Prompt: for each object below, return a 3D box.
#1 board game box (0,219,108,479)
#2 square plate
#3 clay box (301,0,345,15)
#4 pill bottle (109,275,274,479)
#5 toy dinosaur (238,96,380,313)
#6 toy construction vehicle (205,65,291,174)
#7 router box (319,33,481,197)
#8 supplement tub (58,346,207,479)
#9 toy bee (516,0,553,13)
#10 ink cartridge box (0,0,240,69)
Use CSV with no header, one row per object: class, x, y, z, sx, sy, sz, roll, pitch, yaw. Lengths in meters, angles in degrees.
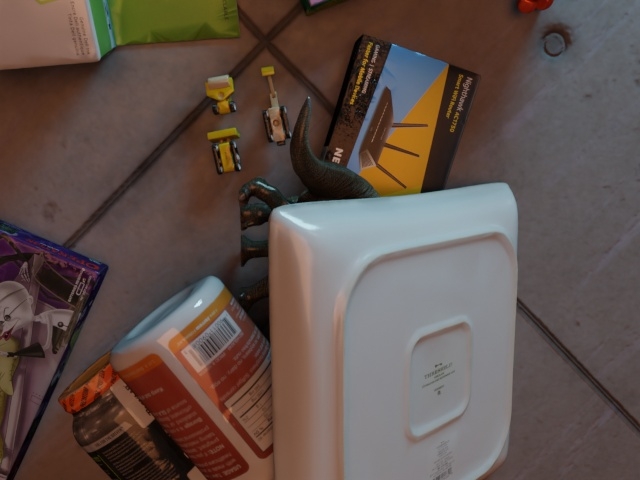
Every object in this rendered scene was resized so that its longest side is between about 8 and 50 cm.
board game box,-0.388,0.142,0.628,0.208,0.056,0.347,25,95,-6
square plate,0.100,0.125,0.586,0.347,0.049,0.344,-9,102,-42
clay box,0.067,-0.327,0.606,0.222,0.053,0.127,-22,101,-2
pill bottle,-0.081,0.150,0.563,0.121,0.121,0.216,-36,101,-1
toy dinosaur,0.000,0.000,0.598,0.160,0.121,0.314,1,120,-7
toy construction vehicle,-0.076,-0.125,0.633,0.085,0.035,0.098,-12,98,6
router box,0.075,-0.107,0.644,0.133,0.046,0.179,16,97,-9
supplement tub,-0.168,0.201,0.626,0.117,0.117,0.190,-37,102,0
toy bee,0.228,-0.310,0.589,0.195,0.162,0.298,3,67,-22
ink cartridge box,-0.208,-0.260,0.540,0.255,0.097,0.189,-7,115,-5
